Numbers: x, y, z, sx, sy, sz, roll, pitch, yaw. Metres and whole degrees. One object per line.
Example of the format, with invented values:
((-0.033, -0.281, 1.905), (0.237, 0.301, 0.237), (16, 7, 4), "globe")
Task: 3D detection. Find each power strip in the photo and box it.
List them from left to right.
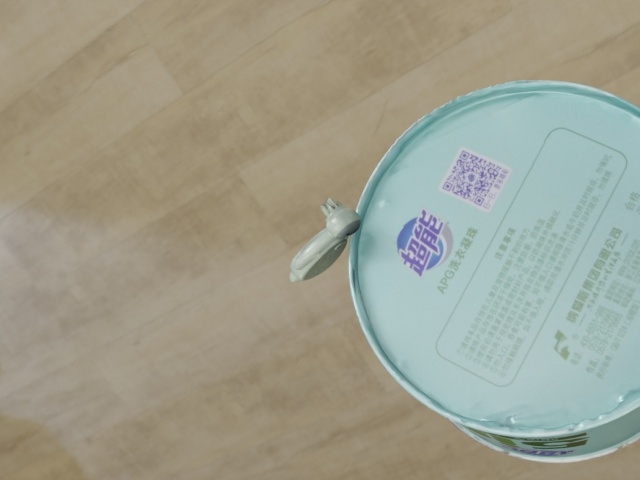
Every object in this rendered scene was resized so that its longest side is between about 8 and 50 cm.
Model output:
((0.000, 0.000, 0.828), (0.035, 0.055, 0.083), (51, 131, 15), "power strip")

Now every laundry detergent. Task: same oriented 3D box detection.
((0.200, 0.048, 0.919), (0.287, 0.305, 0.287), (-5, 72, 16), "laundry detergent")
